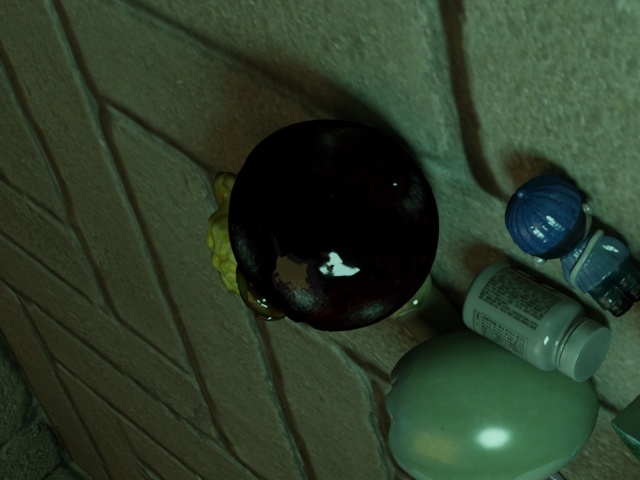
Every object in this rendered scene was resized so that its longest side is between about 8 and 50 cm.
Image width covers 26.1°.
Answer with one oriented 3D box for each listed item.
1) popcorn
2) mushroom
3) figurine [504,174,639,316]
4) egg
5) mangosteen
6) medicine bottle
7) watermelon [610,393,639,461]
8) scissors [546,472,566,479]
[{"bbox_3d":[-0.068,-0.011,1.651,0.180,0.180,0.170,40,114,17],"label":"popcorn"},{"bbox_3d":[0.133,0.119,1.594,0.223,0.092,0.081,69,170,-25],"label":"mushroom"},{"bbox_3d":[0.231,0.007,1.265,0.149,0.087,0.086,46,119,2],"label":"figurine"},{"bbox_3d":[0.187,0.184,1.475,0.217,0.183,0.183,0,136,21],"label":"egg"},{"bbox_3d":[0.000,0.000,1.438,0.228,0.228,0.265,45,133,7],"label":"mangosteen"},{"bbox_3d":[0.218,0.083,1.396,0.140,0.079,0.079,30,151,35],"label":"medicine bottle"},{"bbox_3d":[0.387,0.134,1.160,0.319,0.214,0.289,12,-163,-8],"label":"watermelon"},{"bbox_3d":[0.255,0.254,1.673,0.110,0.021,0.212,23,148,42],"label":"scissors"}]
